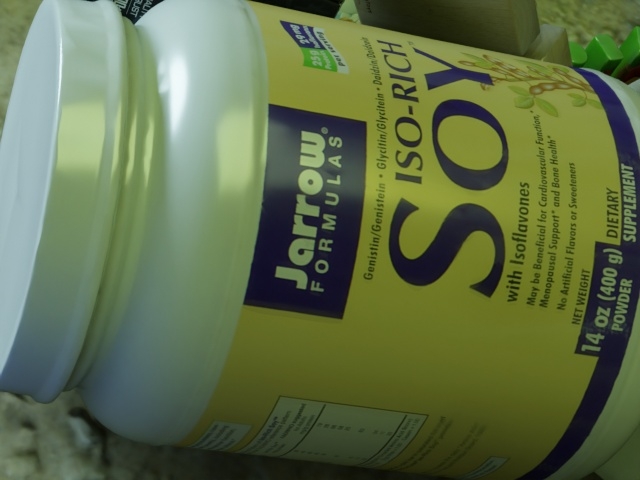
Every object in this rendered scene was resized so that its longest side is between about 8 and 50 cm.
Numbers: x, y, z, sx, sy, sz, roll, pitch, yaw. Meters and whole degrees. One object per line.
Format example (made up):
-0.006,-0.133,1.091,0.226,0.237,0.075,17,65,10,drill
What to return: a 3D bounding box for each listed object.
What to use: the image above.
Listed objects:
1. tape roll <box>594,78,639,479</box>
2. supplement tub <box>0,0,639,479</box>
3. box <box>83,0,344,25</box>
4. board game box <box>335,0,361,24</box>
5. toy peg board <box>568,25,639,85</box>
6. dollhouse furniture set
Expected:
0.261,0.030,0.981,0.169,0.246,0.246,6,54,-22,tape roll
0.000,0.000,0.885,0.331,0.241,0.241,9,53,-19,supplement tub
-0.079,-0.133,0.987,0.147,0.180,0.077,19,49,-12,box
0.037,-0.167,1.171,0.090,0.020,0.090,-14,61,-32,board game box
0.224,-0.075,1.150,0.161,0.079,0.161,-15,63,-32,toy peg board
0.100,-0.146,1.050,0.144,0.151,0.123,15,53,33,dollhouse furniture set
